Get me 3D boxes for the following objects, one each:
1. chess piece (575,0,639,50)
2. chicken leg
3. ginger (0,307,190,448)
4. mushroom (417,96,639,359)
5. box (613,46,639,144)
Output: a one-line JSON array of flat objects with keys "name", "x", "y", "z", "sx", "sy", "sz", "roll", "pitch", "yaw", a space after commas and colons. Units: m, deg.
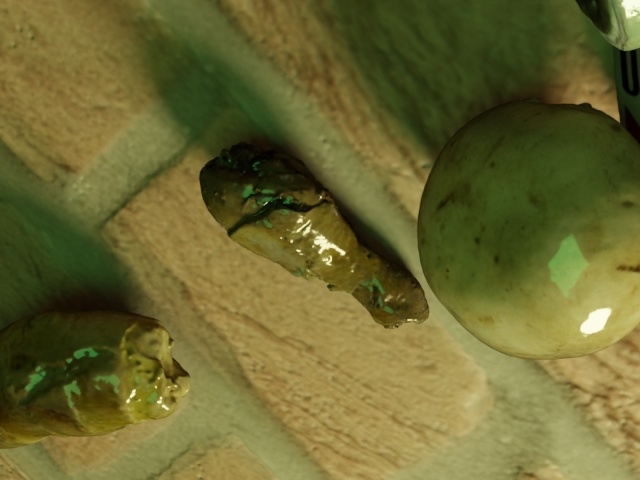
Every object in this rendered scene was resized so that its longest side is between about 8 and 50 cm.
[{"name": "chess piece", "x": 0.233, "y": -0.212, "z": 0.483, "sx": 0.271, "sy": 0.139, "sz": 0.139, "roll": -29, "pitch": 105, "yaw": 11}, {"name": "chicken leg", "x": -0.001, "y": 0.002, "z": 0.743, "sx": 0.198, "sy": 0.069, "sz": 0.085, "roll": 38, "pitch": 127, "yaw": -10}, {"name": "ginger", "x": -0.230, "y": 0.117, "z": 0.882, "sx": 0.263, "sy": 0.116, "sz": 0.109, "roll": -16, "pitch": 70, "yaw": 34}, {"name": "mushroom", "x": 0.139, "y": -0.009, "z": 0.640, "sx": 0.166, "sy": 0.127, "sz": 0.166, "roll": 12, "pitch": 107, "yaw": 42}, {"name": "box", "x": 0.223, "y": -0.073, "z": 0.548, "sx": 0.035, "sy": 0.177, "sz": 0.115, "roll": -20, "pitch": 117, "yaw": -13}]
